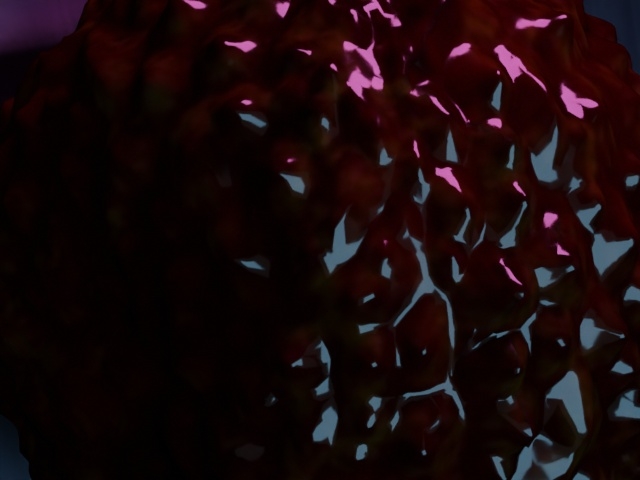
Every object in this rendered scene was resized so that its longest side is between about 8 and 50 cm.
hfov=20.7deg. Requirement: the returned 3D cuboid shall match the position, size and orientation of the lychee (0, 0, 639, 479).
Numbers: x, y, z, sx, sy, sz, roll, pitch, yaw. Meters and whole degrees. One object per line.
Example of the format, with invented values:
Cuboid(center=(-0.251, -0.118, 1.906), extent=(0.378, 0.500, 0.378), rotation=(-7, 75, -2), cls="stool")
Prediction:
Cuboid(center=(0.000, 0.000, 1.019), extent=(0.424, 0.500, 0.424), rotation=(-10, 139, -9), cls="lychee")
